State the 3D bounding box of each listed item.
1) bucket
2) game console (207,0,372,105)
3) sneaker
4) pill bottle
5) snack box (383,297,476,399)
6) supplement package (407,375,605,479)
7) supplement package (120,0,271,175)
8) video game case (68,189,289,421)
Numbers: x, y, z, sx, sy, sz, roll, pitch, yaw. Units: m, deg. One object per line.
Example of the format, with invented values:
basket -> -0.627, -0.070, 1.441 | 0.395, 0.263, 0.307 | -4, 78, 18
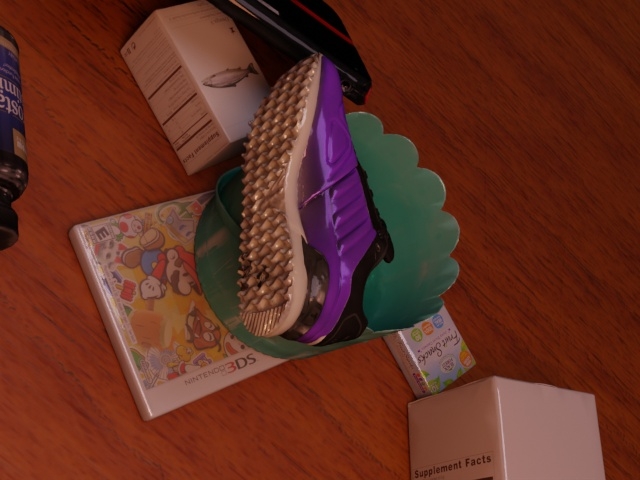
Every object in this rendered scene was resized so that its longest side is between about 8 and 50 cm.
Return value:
bucket -> 0.000, 0.000, 1.050 | 0.281, 0.183, 0.281 | 16, 62, -32
game console -> -0.117, -0.321, 1.105 | 0.386, 0.060, 0.342 | 31, 21, -22
sneaker -> 0.006, -0.034, 0.892 | 0.146, 0.102, 0.293 | 18, 66, -33
pill bottle -> -0.356, -0.102, 0.904 | 0.122, 0.123, 0.219 | 2, 70, -36
snack box -> 0.137, 0.129, 1.222 | 0.100, 0.037, 0.141 | -27, 88, -40
supplement package -> 0.230, 0.335, 1.109 | 0.177, 0.175, 0.293 | 15, 63, -29
supplement package -> -0.142, -0.189, 1.111 | 0.105, 0.105, 0.179 | -29, 89, -43
video game case -> -0.154, 0.065, 1.043 | 0.206, 0.026, 0.227 | -18, 82, -40
